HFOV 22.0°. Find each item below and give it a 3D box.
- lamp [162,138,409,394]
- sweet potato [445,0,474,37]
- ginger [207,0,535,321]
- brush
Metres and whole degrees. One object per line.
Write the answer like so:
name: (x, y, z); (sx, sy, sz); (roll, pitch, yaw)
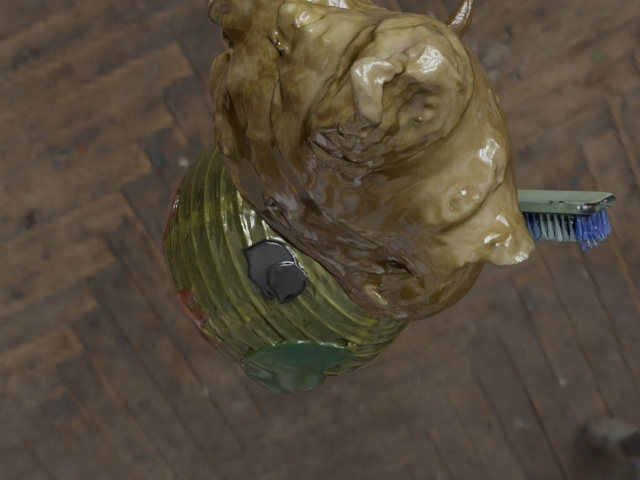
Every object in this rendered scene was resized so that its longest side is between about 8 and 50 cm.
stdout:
lamp: (0.000, 0.000, 1.473); (0.284, 0.250, 0.250); (-23, 131, 35)
sweet potato: (0.131, -0.211, 1.731); (0.026, 0.026, 0.115); (38, 88, -32)
ginger: (0.024, -0.064, 0.825); (0.123, 0.219, 0.270); (-38, 169, -16)
brush: (0.102, -0.017, 0.944); (0.033, 0.178, 0.030); (-25, 106, -29)
